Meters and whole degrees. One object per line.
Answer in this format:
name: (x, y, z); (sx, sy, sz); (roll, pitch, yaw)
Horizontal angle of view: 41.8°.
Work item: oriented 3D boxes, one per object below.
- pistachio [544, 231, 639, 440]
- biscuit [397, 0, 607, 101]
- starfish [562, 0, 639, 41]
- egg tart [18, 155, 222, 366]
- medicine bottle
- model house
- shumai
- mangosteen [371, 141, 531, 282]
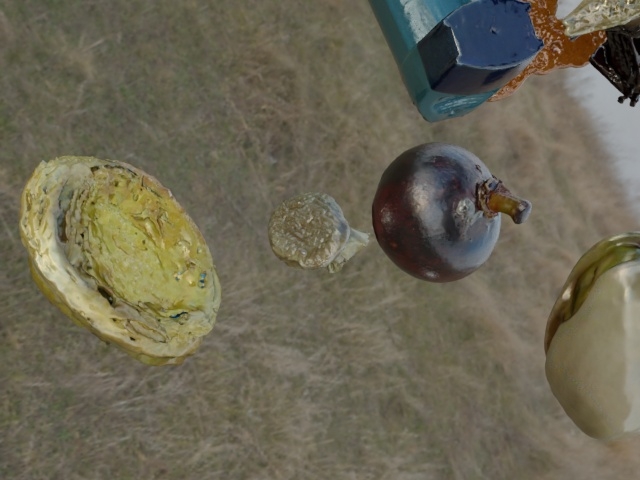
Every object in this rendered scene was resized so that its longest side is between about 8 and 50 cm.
pistachio: (0.381, 0.131, 1.040); (0.166, 0.197, 0.288); (-80, 172, -52)
biscuit: (0.274, -0.320, 1.275); (0.047, 0.333, 0.202); (-112, 180, -70)
starfish: (0.487, -0.278, 0.925); (0.324, 0.432, 0.082); (47, -17, 17)
egg tart: (-0.234, 0.023, 0.953); (0.291, 0.107, 0.291); (44, 26, -28)
medicine bottle: (0.081, -0.209, 0.679); (0.124, 0.079, 0.258); (102, -30, -62)
model house: (0.466, -0.305, 1.172); (0.164, 0.141, 0.203); (46, 68, -32)
shumai: (0.000, 0.000, 1.659); (0.209, 0.161, 0.153); (36, -3, 45)
mangosteen: (0.215, -0.051, 1.341); (0.235, 0.261, 0.236); (13, 74, -51)
